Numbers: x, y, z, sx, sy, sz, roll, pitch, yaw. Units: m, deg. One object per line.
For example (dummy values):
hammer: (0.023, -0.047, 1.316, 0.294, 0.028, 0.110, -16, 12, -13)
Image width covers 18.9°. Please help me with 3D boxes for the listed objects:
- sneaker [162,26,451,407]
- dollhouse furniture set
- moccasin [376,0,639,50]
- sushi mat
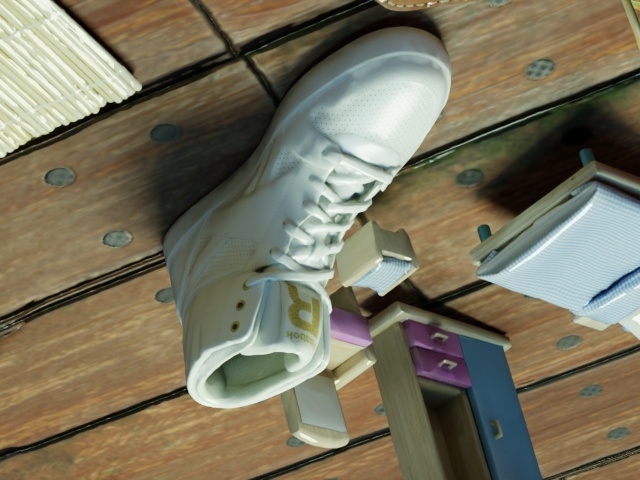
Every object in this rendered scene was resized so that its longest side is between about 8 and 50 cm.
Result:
sneaker: (0.000, 0.000, 1.314, 0.108, 0.169, 0.292, 19, 132, -30)
dollhouse furniture set: (0.165, 0.078, 1.399, 0.286, 0.198, 0.303, 18, 135, -42)
moccasin: (0.209, -0.192, 1.133, 0.380, 0.147, 0.139, -7, 142, -5)
sushi mat: (-0.260, -0.147, 1.188, 0.151, 0.019, 0.316, -27, 139, 18)
